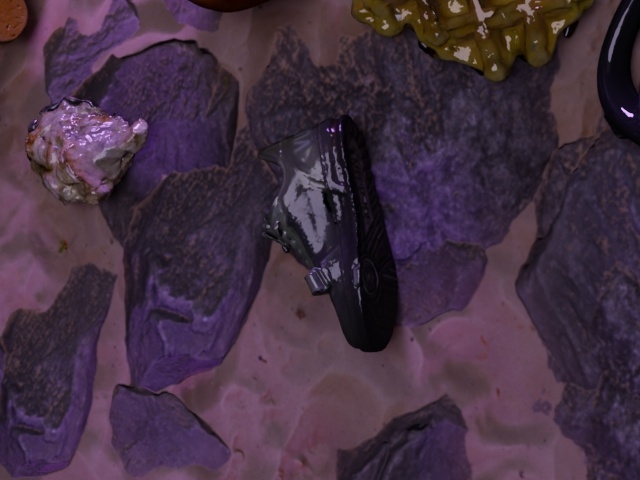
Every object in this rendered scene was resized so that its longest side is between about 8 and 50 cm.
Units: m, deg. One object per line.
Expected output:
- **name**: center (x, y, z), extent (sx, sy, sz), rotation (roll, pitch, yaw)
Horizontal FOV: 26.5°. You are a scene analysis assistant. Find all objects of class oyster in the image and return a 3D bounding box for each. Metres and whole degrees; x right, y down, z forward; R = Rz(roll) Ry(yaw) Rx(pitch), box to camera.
- **oyster**: center (-0.315, -0.124, 1.800), extent (0.191, 0.081, 0.163), rotation (-28, 77, 14)

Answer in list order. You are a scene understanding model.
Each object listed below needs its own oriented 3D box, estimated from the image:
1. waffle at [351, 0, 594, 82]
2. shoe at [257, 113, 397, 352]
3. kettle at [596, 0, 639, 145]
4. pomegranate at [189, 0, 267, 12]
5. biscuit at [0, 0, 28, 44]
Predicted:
- **waffle**: center (0.188, -0.400, 1.613), extent (0.380, 0.095, 0.382), rotation (32, 99, 19)
- **shoe**: center (-0.002, 0.000, 1.678), extent (0.149, 0.109, 0.292), rotation (-11, 84, 24)
- **kettle**: center (0.428, -0.213, 1.489), extent (0.268, 0.207, 0.290), rotation (35, 113, 45)
- **pomegranate**: center (-0.106, -0.377, 1.657), extent (0.209, 0.209, 0.209), rotation (0, 91, 20)
- **biscuit**: center (-0.445, -0.379, 1.819), extent (0.035, 0.158, 0.240), rotation (-14, 81, 62)
